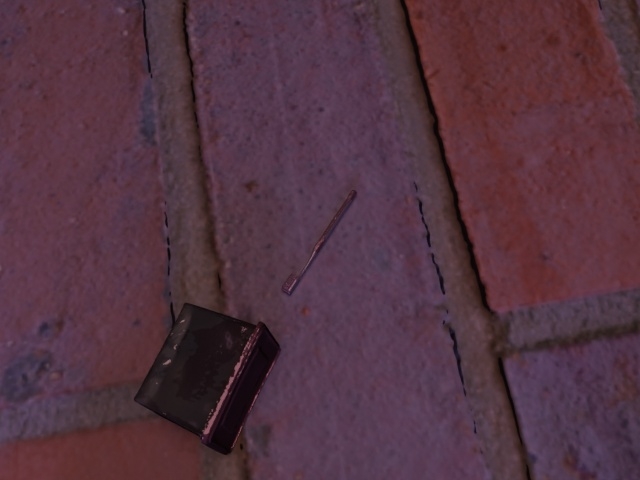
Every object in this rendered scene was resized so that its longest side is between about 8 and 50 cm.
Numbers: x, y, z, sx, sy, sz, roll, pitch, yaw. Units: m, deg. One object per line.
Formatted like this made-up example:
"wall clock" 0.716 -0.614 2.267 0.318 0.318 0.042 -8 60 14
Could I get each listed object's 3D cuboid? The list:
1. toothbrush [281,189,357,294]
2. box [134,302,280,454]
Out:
"toothbrush" 0.000 0.000 0.557 0.008 0.006 0.097 29 72 17
"box" -0.075 0.090 0.500 0.063 0.060 0.084 20 71 18
